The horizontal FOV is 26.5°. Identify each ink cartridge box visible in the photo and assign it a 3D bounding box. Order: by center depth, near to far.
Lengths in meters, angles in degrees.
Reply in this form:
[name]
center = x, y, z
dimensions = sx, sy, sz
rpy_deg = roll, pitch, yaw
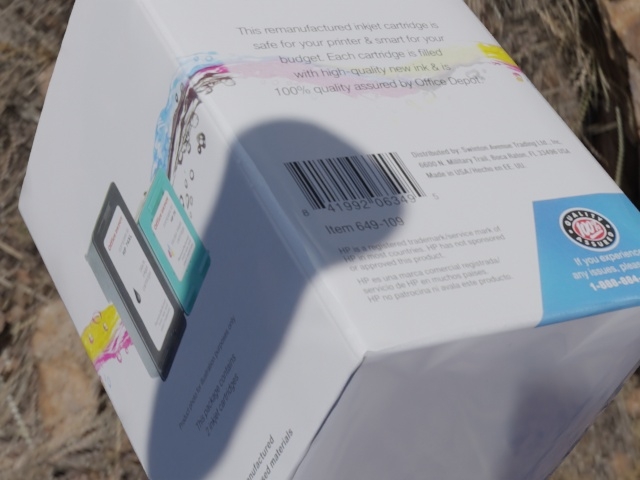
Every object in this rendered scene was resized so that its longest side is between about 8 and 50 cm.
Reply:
[ink cartridge box]
center = 0.000, 0.000, 0.687
dimensions = 0.198, 0.270, 0.197
rpy_deg = -7, 141, -34
